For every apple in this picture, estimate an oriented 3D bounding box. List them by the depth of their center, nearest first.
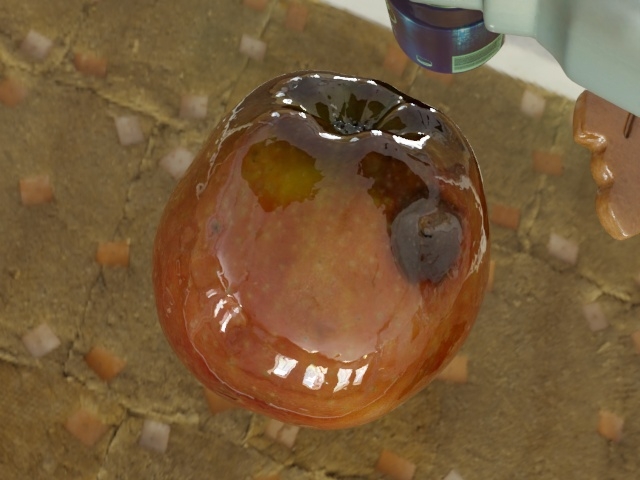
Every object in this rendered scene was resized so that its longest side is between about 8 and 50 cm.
[{"bbox_3d":[0.000,0.000,0.626,0.229,0.230,0.230,6,-116,-12],"label":"apple"}]

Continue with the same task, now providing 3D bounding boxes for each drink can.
[{"bbox_3d":[0.111,-0.215,0.798,0.118,0.205,0.118,0,-93,7],"label":"drink can"}]

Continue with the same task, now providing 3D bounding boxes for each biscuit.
[{"bbox_3d":[0.443,-0.113,1.179,0.306,0.043,0.284,17,-113,-23],"label":"biscuit"}]

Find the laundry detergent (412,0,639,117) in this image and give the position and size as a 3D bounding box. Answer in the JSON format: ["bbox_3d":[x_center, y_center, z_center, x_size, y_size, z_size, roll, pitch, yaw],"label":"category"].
[{"bbox_3d":[0.231,-0.105,0.404,0.397,0.125,0.264,10,-129,13],"label":"laundry detergent"}]
